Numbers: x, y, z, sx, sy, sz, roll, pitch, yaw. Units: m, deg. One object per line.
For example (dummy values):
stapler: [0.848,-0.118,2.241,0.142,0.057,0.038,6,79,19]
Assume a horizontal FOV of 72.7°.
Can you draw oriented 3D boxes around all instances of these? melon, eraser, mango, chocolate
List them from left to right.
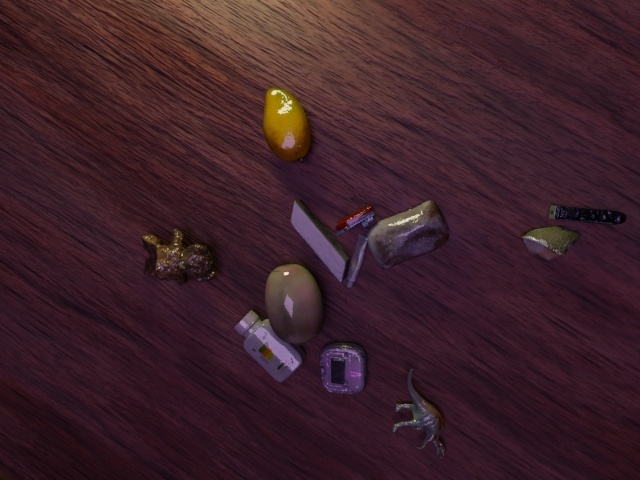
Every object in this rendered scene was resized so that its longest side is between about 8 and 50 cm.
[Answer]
mango: [-0.131,-0.429,1.632,0.176,0.119,0.317,-17,86,15]
melon: [-0.100,0.247,1.667,0.223,0.223,0.317,-10,96,12]
eraser: [0.001,-0.001,1.668,0.077,0.111,0.352,-40,89,12]
chocolate: [0.321,-0.013,1.616,0.303,0.100,0.185,-25,96,16]
melon: [0.821,0.019,1.518,0.202,0.139,0.093,-8,119,9]

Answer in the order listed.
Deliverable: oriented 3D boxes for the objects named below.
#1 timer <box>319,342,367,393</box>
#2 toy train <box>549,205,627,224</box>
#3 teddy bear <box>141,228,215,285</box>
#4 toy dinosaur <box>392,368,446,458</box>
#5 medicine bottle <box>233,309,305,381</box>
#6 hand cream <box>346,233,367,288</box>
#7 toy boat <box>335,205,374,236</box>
timer: [0.092,0.517,1.751,0.191,0.069,0.208,-2,99,14]
toy train: [0.926,-0.087,1.509,0.234,0.051,0.052,5,100,7]
teddy bear: [-0.588,0.068,1.785,0.296,0.222,0.246,20,114,52]
toy dinosaur: [0.380,0.673,1.707,0.205,0.092,0.393,-5,96,11]
medicine bottle: [-0.212,0.423,1.773,0.296,0.111,0.161,46,104,3]
hand cream: [0.137,0.083,1.690,0.052,0.038,0.216,23,104,29]
toy boat: [0.132,-0.069,1.654,0.173,0.069,0.059,-28,105,8]
